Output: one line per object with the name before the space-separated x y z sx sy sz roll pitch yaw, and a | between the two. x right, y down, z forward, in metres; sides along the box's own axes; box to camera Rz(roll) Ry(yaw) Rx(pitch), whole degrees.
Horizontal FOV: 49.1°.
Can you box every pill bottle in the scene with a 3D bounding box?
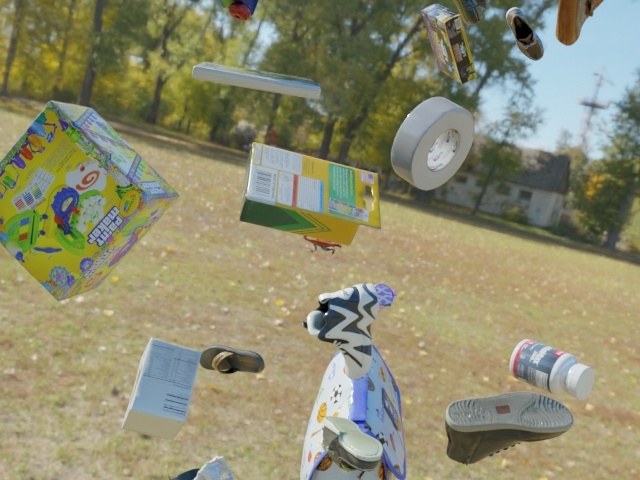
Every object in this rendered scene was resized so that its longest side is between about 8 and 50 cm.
pill bottle | 0.569 0.319 1.718 0.108 0.108 0.180 8 7 -42

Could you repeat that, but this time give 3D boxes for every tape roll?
tape roll | 0.275 -0.233 1.700 0.072 0.219 0.219 38 20 35

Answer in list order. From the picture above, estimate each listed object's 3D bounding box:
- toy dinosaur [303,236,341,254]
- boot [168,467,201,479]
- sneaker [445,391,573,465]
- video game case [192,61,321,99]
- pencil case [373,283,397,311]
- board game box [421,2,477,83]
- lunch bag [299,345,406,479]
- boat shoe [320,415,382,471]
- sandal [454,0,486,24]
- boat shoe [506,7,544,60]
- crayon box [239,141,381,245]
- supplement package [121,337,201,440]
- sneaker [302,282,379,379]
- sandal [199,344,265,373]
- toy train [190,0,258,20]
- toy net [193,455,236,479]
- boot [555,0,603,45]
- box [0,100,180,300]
toy dinosaur | 0.000 0.000 1.716 0.082 0.047 0.090 26 -31 -18
boot | -0.189 0.490 1.355 0.197 0.077 0.137 -10 58 -22
sneaker | 0.333 0.341 1.260 0.222 0.118 0.083 -1 38 4
video game case | -0.111 -0.285 1.237 0.212 0.023 0.193 8 16 -7
pencil case | 0.175 0.213 2.357 0.088 0.086 0.206 -10 -19 -29
board game box | 0.321 -0.493 1.754 0.048 0.170 0.141 -28 33 -3
lunch bag | 0.081 0.481 1.688 0.238 0.386 0.328 7 30 0
boat shoe | 0.057 0.398 1.332 0.081 0.069 0.228 10 0 -15
sandal | 0.353 -0.699 1.835 0.086 0.120 0.303 28 -24 42
boat shoe | 0.613 -0.607 2.099 0.183 0.066 0.066 47 27 -22
crayon box | -0.022 -0.106 1.677 0.322 0.083 0.203 13 45 -12
supplement package | -0.437 0.412 1.923 0.149 0.203 0.194 17 -35 -14
sneaker | 0.033 0.200 1.484 0.153 0.235 0.094 -2 36 -14
sandal | -0.264 0.356 2.020 0.219 0.090 0.060 5 31 25
toy train | -0.209 -0.498 1.240 0.143 0.105 0.248 14 -11 20
toy net | -0.158 0.441 1.106 0.122 0.232 0.045 -2 28 -31
boot | 0.421 -0.458 1.001 0.096 0.264 0.280 28 -11 33
box | -0.508 -0.082 1.452 0.279 0.290 0.177 45 10 2
